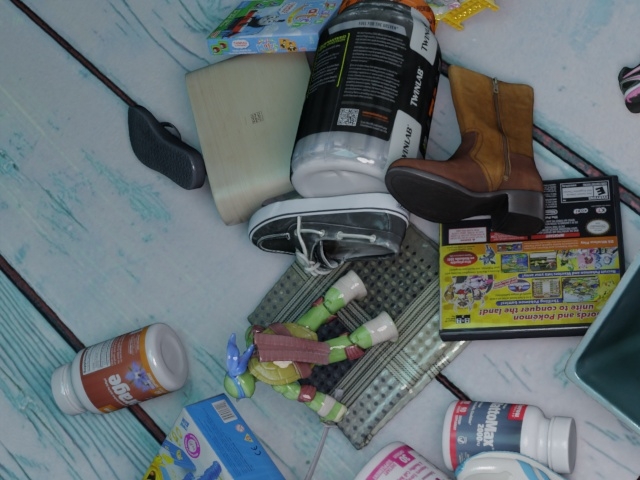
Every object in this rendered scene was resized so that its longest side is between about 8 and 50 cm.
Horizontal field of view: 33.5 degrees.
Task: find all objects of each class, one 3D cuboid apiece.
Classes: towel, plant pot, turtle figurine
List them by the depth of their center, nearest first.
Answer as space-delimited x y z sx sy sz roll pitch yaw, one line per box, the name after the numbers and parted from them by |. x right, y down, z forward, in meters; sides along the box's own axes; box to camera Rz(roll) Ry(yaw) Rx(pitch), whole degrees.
0.525 0.129 1.391 0.247 0.252 0.248 41 122 27 | plant pot
-0.020 0.188 1.657 0.266 0.275 0.198 -33 31 -11 | turtle figurine
0.077 0.116 1.720 0.324 0.056 0.312 -48 61 7 | towel

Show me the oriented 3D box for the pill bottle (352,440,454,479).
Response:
0.176 0.432 1.525 0.283 0.160 0.160 34 91 26 | pill bottle

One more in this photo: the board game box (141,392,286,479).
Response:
-0.152 0.449 1.623 0.308 0.086 0.302 50 129 26 | board game box

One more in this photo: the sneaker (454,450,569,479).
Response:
0.292 0.367 1.472 0.228 0.087 0.092 25 42 -6 | sneaker

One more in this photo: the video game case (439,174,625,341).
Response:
0.316 0.027 1.602 0.274 0.035 0.248 -4 64 14 | video game case

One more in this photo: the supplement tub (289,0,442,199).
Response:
0.079 -0.222 1.693 0.207 0.207 0.338 2 65 23 | supplement tub

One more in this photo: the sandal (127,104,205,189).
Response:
-0.274 -0.164 1.915 0.254 0.054 0.097 40 133 38 | sandal

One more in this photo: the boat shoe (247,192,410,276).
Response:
0.003 0.002 1.677 0.306 0.113 0.105 -4 62 33 | boat shoe

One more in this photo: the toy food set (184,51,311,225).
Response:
-0.098 -0.197 1.858 0.219 0.092 0.306 -18 71 6 | toy food set

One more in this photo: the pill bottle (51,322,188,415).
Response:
-0.346 0.228 1.821 0.216 0.121 0.121 -20 69 18 | pill bottle

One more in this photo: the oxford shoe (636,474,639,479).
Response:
0.475 0.413 1.451 0.130 0.123 0.348 32 89 0 | oxford shoe

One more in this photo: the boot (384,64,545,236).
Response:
0.217 -0.161 1.599 0.264 0.096 0.280 9 57 -13 | boot

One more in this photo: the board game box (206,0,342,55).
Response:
-0.071 -0.376 1.858 0.211 0.039 0.160 3 36 22 | board game box

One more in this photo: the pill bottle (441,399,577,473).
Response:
0.276 0.291 1.549 0.180 0.108 0.108 0 76 22 | pill bottle

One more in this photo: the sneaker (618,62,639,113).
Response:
0.533 -0.271 1.613 0.178 0.072 0.077 -25 58 9 | sneaker

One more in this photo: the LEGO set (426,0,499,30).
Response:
0.188 -0.424 1.772 0.287 0.132 0.107 -7 64 30 | LEGO set
